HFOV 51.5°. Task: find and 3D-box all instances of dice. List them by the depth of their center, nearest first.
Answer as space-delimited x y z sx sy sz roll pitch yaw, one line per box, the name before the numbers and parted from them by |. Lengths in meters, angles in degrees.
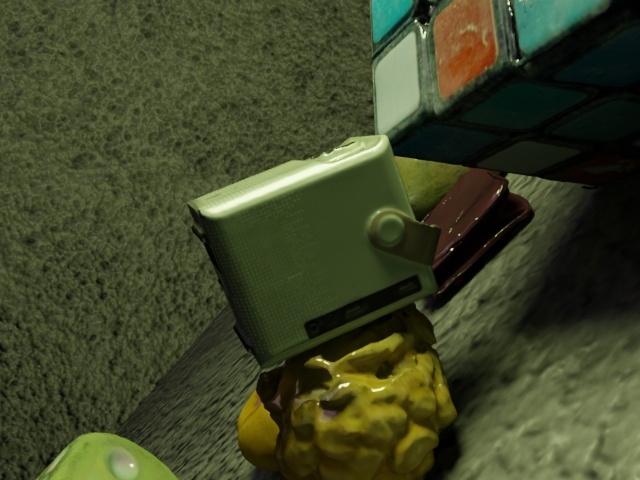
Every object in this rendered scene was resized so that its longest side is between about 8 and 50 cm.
dice | -0.366 0.484 1.037 0.254 0.250 0.252 -45 10 15

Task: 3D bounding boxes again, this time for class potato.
potato | 0.230 -0.139 1.187 0.251 0.174 0.159 -28 49 5

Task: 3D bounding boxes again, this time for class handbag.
handbag | 0.214 -0.012 1.038 0.216 0.074 0.203 -48 10 8

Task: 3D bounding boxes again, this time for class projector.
projector | 0.000 0.000 0.707 0.242 0.177 0.163 -22 13 -10

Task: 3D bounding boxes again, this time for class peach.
peach | -0.055 0.266 1.004 0.179 0.103 0.179 -43 9 8

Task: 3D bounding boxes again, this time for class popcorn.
popcorn | 0.036 0.175 0.732 0.250 0.190 0.250 -47 5 5

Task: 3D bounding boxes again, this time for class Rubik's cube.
Rubik's cube | 0.269 -0.277 0.679 0.359 0.362 0.363 145 122 -64

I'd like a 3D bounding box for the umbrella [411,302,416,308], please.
umbrella | 0.078 0.168 0.928 0.071 0.071 0.248 -37 16 45
